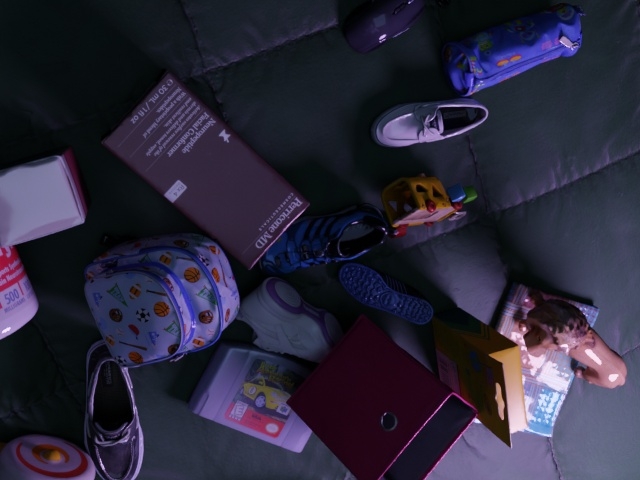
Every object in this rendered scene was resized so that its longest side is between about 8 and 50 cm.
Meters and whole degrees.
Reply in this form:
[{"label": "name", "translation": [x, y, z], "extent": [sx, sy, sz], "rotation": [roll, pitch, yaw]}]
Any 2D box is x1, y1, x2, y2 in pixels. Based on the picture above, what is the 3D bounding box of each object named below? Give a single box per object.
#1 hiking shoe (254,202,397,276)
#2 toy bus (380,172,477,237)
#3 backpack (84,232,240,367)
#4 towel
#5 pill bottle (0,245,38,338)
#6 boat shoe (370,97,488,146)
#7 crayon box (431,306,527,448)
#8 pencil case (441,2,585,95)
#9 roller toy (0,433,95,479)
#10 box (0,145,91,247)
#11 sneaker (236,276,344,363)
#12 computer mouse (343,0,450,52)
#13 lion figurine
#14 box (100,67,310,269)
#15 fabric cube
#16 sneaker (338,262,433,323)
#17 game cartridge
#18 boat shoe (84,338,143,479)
[{"label": "hiking shoe", "translation": [0.000, 0.000, 1.471], "extent": [0.304, 0.132, 0.113], "rotation": [-22, 107, -5]}, {"label": "toy bus", "translation": [0.228, -0.093, 1.527], "extent": [0.191, 0.202, 0.104], "rotation": [-20, 77, -3]}, {"label": "backpack", "translation": [-0.299, 0.108, 1.335], "extent": [0.264, 0.213, 0.276], "rotation": [-16, 109, 13]}, {"label": "towel", "translation": [0.530, 0.308, 1.740], "extent": [0.272, 0.040, 0.370], "rotation": [16, 98, -19]}, {"label": "pill bottle", "translation": [-0.686, -0.014, 1.232], "extent": [0.229, 0.229, 0.407], "rotation": [-19, 107, -10]}, {"label": "boat shoe", "translation": [0.238, -0.262, 1.504], "extent": [0.258, 0.084, 0.095], "rotation": [-19, 107, -11]}, {"label": "crayon box", "translation": [0.361, 0.295, 1.541], "extent": [0.081, 0.318, 0.202], "rotation": [-14, 106, -13]}, {"label": "pencil case", "translation": [0.420, -0.413, 1.497], "extent": [0.306, 0.133, 0.119], "rotation": [-21, 132, -9]}, {"label": "roller toy", "translation": [-0.566, 0.488, 1.402], "extent": [0.191, 0.209, 0.146], "rotation": [17, 99, -46]}, {"label": "box", "translation": [-0.513, -0.087, 1.260], "extent": [0.149, 0.232, 0.126], "rotation": [-18, 106, -10]}, {"label": "sneaker", "translation": [-0.057, 0.201, 1.536], "extent": [0.152, 0.114, 0.305], "rotation": [-34, 119, 25]}, {"label": "computer mouse", "translation": [0.149, -0.520, 1.434], "extent": [0.262, 0.060, 0.184], "rotation": [-32, 109, -7]}, {"label": "lion figurine", "translation": [0.607, 0.247, 1.605], "extent": [0.392, 0.240, 0.142], "rotation": [29, 91, -19]}, {"label": "box", "translation": [-0.227, -0.138, 1.379], "extent": [0.381, 0.143, 0.191], "rotation": [42, 89, -21]}, {"label": "fabric cube", "translation": [0.136, 0.356, 1.471], "extent": [0.254, 0.258, 0.259], "rotation": [-49, 147, -2]}, {"label": "sneaker", "translation": [0.147, 0.119, 1.577], "extent": [0.232, 0.090, 0.081], "rotation": [29, 95, 2]}, {"label": "game cartridge", "translation": [-0.125, 0.345, 1.563], "extent": [0.294, 0.060, 0.196], "rotation": [26, 91, -19]}, {"label": "boat shoe", "translation": [-0.442, 0.376, 1.446], "extent": [0.121, 0.119, 0.335], "rotation": [-9, 104, -13]}]
